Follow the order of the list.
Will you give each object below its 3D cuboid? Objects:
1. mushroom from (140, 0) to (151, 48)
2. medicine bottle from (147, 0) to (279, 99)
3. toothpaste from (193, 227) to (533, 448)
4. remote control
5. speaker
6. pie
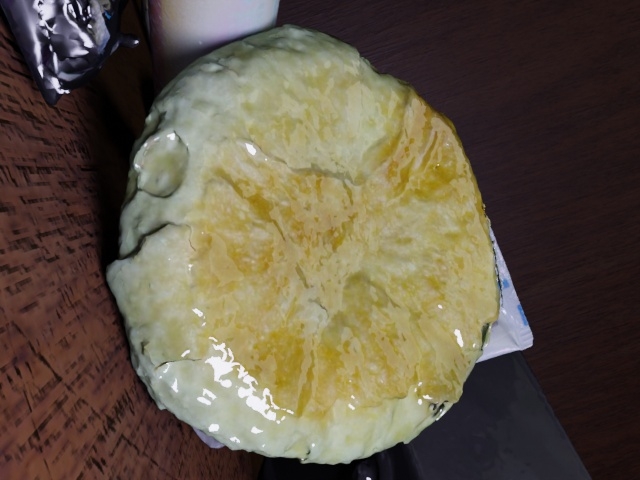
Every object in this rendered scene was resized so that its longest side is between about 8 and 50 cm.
[{"bbox_3d":[-0.208,-0.267,1.355,0.109,0.097,0.351,-116,-169,-75],"label":"mushroom"},{"bbox_3d":[-0.077,-0.162,0.617,0.426,0.108,0.108,110,-37,-65],"label":"medicine bottle"},{"bbox_3d":[0.040,0.070,0.643,0.073,0.299,0.113,-31,-102,56],"label":"toothpaste"},{"bbox_3d":[-0.167,-0.208,0.590,0.398,0.062,0.144,-111,-175,-63],"label":"remote control"},{"bbox_3d":[0.072,0.214,0.758,0.232,0.184,0.253,-109,-144,-49],"label":"speaker"},{"bbox_3d":[0.004,-0.001,0.558,0.071,0.307,0.306,-20,-92,53],"label":"pie"}]
